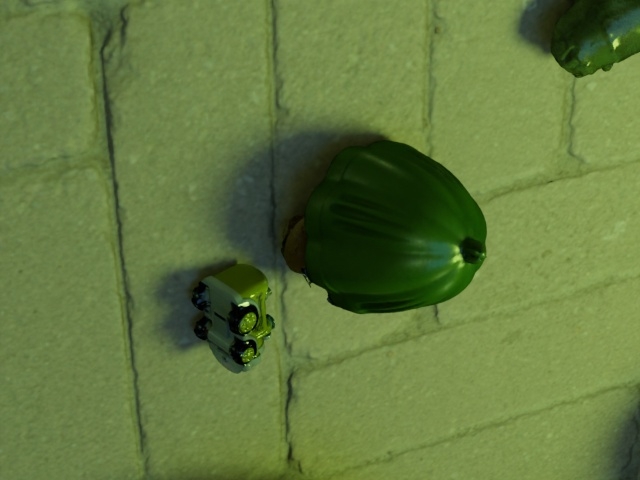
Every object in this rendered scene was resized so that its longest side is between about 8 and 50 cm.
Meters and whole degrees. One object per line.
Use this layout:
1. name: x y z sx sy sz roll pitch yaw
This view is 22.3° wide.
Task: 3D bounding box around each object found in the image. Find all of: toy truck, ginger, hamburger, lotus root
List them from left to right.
1. toy truck: -0.080 0.080 1.673 0.077 0.076 0.111 -31 136 -33
2. hamburger: 0.000 0.000 1.672 0.083 0.044 0.076 -8 122 -20
3. lotus root: 0.099 0.000 1.607 0.186 0.186 0.186 -14 128 -19
4. ginger: 0.372 -0.229 1.687 0.290 0.089 0.137 -6 143 -29
